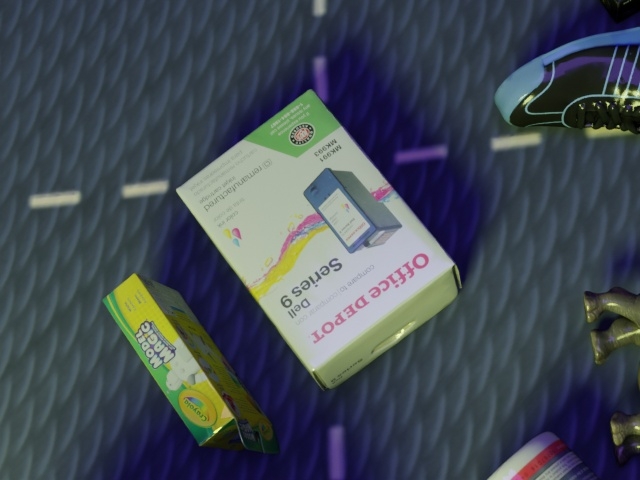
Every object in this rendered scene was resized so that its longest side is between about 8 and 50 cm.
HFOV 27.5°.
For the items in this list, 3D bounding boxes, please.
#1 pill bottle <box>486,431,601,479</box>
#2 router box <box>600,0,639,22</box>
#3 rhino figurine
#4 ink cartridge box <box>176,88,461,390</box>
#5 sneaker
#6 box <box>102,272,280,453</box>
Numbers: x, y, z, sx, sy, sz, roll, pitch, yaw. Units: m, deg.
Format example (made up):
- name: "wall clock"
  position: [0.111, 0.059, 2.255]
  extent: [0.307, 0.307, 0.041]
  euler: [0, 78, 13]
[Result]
- name: "pill bottle"
  position: [0.205, 0.248, 1.020]
  extent: [0.108, 0.108, 0.180]
  euler: [-43, 70, -5]
- name: "router box"
  position: [0.314, -0.302, 1.205]
  extent: [0.179, 0.046, 0.133]
  euler: [-30, 70, 0]
- name: "rhino figurine"
  position: [0.288, 0.150, 1.055]
  extent: [0.106, 0.073, 0.243]
  euler: [-12, 72, 10]
- name: "ink cartridge box"
  position: [0.000, 0.000, 1.145]
  extent: [0.154, 0.093, 0.212]
  euler: [-36, 72, -3]
- name: "sneaker"
  position: [0.273, -0.129, 1.140]
  extent: [0.232, 0.081, 0.090]
  euler: [-17, 63, 4]
- name: "box"
  position: [-0.106, 0.115, 1.120]
  extent: [0.043, 0.105, 0.179]
  euler: [-41, 70, 5]
